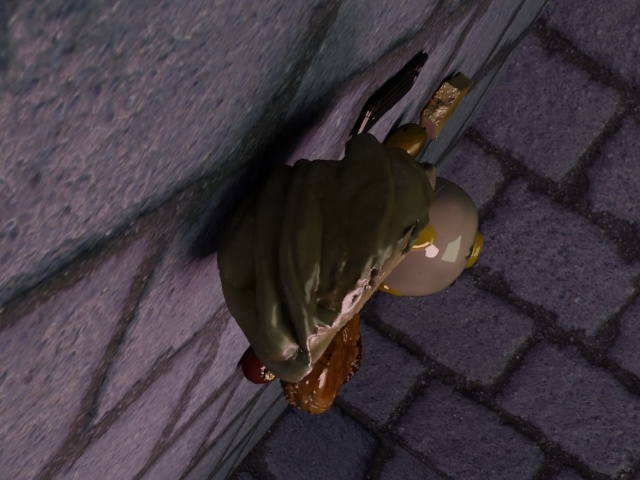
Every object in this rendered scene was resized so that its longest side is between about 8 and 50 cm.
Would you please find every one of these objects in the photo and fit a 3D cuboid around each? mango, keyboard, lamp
[{"bbox_3d":[0.174,-0.196,2.177,0.161,0.076,0.103,-53,176,37],"label":"mango"},{"bbox_3d":[0.130,-0.270,1.819,0.262,0.016,0.106,-47,169,-46],"label":"keyboard"},{"bbox_3d":[-0.138,0.290,2.303,0.101,0.090,0.101,-21,131,-26],"label":"lamp"}]

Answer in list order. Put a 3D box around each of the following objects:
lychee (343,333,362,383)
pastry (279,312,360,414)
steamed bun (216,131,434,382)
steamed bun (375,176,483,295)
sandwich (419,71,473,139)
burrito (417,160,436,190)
[{"bbox_3d":[0.002,0.290,2.682,0.236,0.235,0.271,117,-14,-44],"label":"lychee"},{"bbox_3d":[-0.012,0.273,2.409,0.311,0.161,0.255,-49,146,-55],"label":"pastry"},{"bbox_3d":[-0.002,0.002,1.389,0.372,0.230,0.325,-52,173,-6],"label":"steamed bun"},{"bbox_3d":[0.282,-0.008,2.763,0.334,0.334,0.374,-48,164,-39],"label":"steamed bun"},{"bbox_3d":[0.293,-0.319,2.446,0.193,0.058,0.162,-58,170,32],"label":"sandwich"},{"bbox_3d":[0.166,-0.076,2.285,0.190,0.135,0.332,-21,-174,24],"label":"burrito"}]
